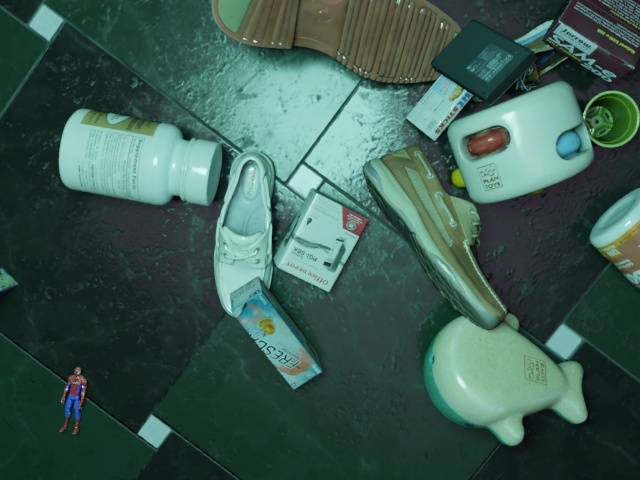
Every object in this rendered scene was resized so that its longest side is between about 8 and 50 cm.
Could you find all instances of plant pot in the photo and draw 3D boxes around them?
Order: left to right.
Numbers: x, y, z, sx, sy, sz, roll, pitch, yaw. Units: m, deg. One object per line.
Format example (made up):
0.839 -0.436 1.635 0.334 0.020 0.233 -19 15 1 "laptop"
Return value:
0.435 -0.184 1.195 0.083 0.079 0.083 0 95 3 "plant pot"

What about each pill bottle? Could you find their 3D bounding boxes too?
-0.278 -0.125 1.222 0.229 0.131 0.131 11 96 2 "pill bottle"
0.530 0.032 1.188 0.216 0.121 0.121 44 97 -1 "pill bottle"

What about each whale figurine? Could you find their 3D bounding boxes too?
0.287 0.222 1.227 0.271 0.141 0.216 14 58 -18 "whale figurine"

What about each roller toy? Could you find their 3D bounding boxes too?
0.295 -0.137 1.152 0.209 0.191 0.146 -20 95 6 "roller toy"

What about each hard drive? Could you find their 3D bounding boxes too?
0.235 -0.263 1.135 0.094 0.022 0.135 -45 47 3 "hard drive"

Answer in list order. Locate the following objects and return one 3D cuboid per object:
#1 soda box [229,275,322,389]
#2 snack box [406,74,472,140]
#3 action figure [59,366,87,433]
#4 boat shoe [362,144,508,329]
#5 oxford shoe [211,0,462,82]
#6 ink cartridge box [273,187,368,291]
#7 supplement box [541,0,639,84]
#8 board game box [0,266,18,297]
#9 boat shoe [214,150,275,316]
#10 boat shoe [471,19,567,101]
-0.070 0.148 1.238 0.058 0.063 0.183 -33 115 6 "soda box"
0.210 -0.239 1.185 0.178 0.064 0.022 -50 135 10 "snack box"
-0.420 0.271 1.322 0.038 0.030 0.115 10 94 8 "action figure"
0.191 -0.017 1.178 0.116 0.123 0.324 -32 74 -5 "boat shoe"
0.029 -0.343 1.180 0.396 0.146 0.141 12 114 -18 "oxford shoe"
0.000 0.000 1.243 0.099 0.056 0.135 26 97 -14 "ink cartridge box"
0.447 -0.368 1.149 0.130 0.073 0.239 33 79 0 "supplement box"
-0.665 0.177 1.239 0.346 0.208 0.056 -39 89 6 "board game box"
-0.125 -0.004 1.240 0.098 0.096 0.277 3 97 0 "boat shoe"
0.308 -0.267 1.190 0.183 0.066 0.066 -36 50 6 "boat shoe"
